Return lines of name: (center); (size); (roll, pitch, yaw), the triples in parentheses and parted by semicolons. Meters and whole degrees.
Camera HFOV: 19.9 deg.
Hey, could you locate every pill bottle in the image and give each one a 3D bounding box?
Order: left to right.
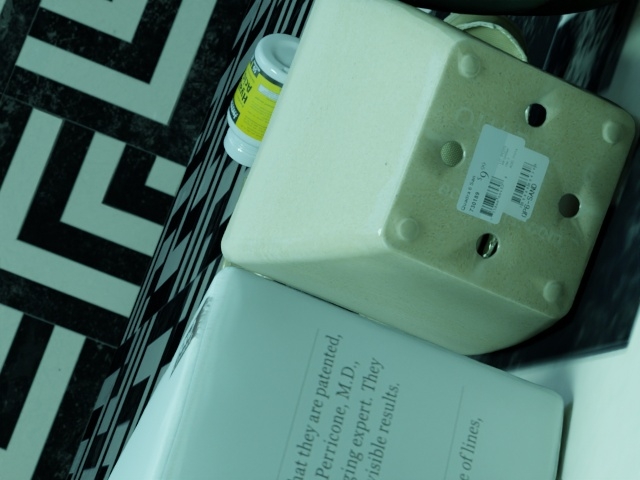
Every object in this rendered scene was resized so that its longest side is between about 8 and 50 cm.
pill bottle: (-0.045, -0.122, 1.626); (0.065, 0.065, 0.116); (-78, 11, -50)

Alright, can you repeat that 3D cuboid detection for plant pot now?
plant pot: (0.046, -0.022, 0.630); (0.109, 0.109, 0.096); (-69, 21, -4)

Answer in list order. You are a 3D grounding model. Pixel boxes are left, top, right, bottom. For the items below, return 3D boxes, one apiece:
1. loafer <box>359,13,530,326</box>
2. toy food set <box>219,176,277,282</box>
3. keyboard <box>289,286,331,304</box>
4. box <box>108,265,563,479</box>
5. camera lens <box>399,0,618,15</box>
loafer: (0.055, -0.021, 0.731); (0.050, 0.056, 0.148); (-153, 75, -81)
toy food set: (-0.038, 0.023, 1.328); (0.192, 0.039, 0.132); (-140, 64, -76)
keyboard: (0.000, 0.000, 1.149); (0.180, 0.023, 0.108); (-84, 17, -60)
box: (-0.023, 0.138, 0.573); (0.181, 0.119, 0.182); (121, 168, -52)
camera lens: (0.060, -0.231, 0.633); (0.219, 0.219, 0.274); (144, 147, -76)
